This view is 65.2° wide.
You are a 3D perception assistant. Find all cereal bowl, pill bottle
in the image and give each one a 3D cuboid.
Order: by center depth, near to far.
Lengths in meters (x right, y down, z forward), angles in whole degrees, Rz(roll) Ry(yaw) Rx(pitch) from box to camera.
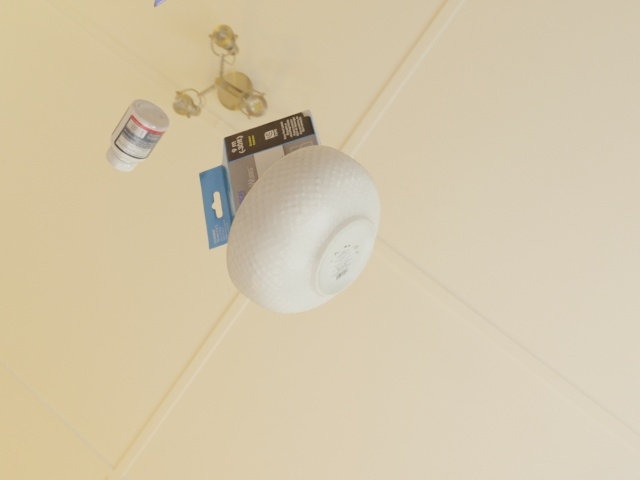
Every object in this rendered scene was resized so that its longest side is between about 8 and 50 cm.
[{"bbox_3d":[0.000,0.000,0.939,0.141,0.339,0.338,32,-80,32],"label":"cereal bowl"},{"bbox_3d":[-0.487,-0.271,1.317,0.180,0.108,0.108,-43,-98,28],"label":"pill bottle"}]

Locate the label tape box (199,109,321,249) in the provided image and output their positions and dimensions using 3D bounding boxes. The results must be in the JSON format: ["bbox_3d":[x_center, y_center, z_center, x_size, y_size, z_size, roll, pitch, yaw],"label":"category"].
[{"bbox_3d":[-0.147,-0.145,1.203,0.334,0.106,0.240,-17,-117,5],"label":"label tape box"}]

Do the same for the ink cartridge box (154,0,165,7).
[{"bbox_3d":[-0.383,-0.772,1.266,0.065,0.311,0.185,31,-122,4],"label":"ink cartridge box"}]
